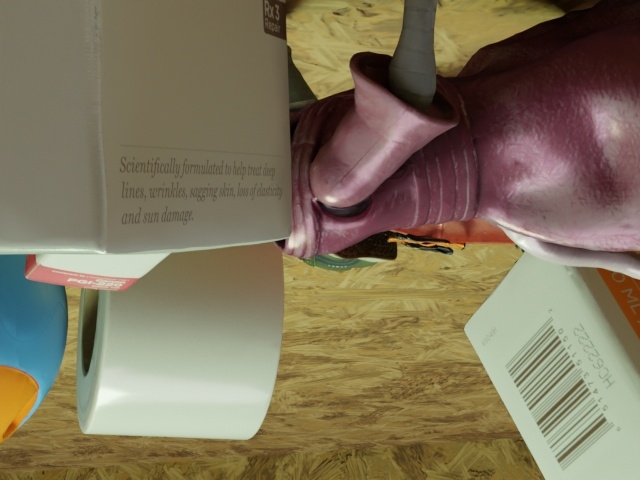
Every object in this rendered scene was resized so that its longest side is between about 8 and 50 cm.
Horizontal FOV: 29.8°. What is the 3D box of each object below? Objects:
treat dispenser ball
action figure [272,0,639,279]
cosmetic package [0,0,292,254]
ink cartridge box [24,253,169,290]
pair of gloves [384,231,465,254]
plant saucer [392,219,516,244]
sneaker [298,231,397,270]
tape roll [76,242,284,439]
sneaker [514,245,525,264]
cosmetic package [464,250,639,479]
[{"bbox_3d":[-0.385,0.075,1.131,0.288,0.288,0.288,0,162,0],"label":"treat dispenser ball"},{"bbox_3d":[0.071,-0.051,0.779,0.370,0.276,0.248,-14,-176,-11],"label":"action figure"},{"bbox_3d":[-0.226,-0.069,0.634,0.384,0.156,0.217,1,-178,22],"label":"cosmetic package"},{"bbox_3d":[-0.152,-0.066,0.914,0.092,0.159,0.218,9,160,-22],"label":"ink cartridge box"},{"bbox_3d":[0.108,0.004,1.244,0.074,0.010,0.083,9,174,-6],"label":"pair of gloves"},{"bbox_3d":[0.109,-0.042,1.097,0.259,0.048,0.258,13,172,-38],"label":"plant saucer"},{"bbox_3d":[0.000,0.000,1.259,0.086,0.064,0.192,-15,163,30],"label":"sneaker"},{"bbox_3d":[-0.149,0.076,1.213,0.169,0.246,0.246,5,161,-16],"label":"tape roll"},{"bbox_3d":[0.294,0.000,1.222,0.135,0.098,0.276,7,159,-15],"label":"sneaker"},{"bbox_3d":[0.382,0.089,1.059,0.453,0.230,0.161,-9,149,-32],"label":"cosmetic package"}]
